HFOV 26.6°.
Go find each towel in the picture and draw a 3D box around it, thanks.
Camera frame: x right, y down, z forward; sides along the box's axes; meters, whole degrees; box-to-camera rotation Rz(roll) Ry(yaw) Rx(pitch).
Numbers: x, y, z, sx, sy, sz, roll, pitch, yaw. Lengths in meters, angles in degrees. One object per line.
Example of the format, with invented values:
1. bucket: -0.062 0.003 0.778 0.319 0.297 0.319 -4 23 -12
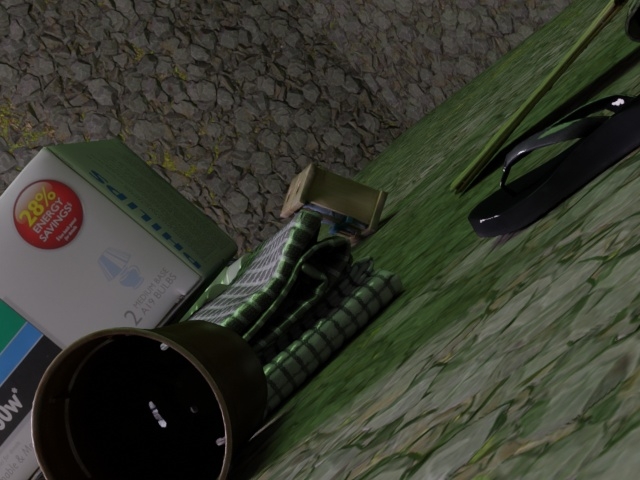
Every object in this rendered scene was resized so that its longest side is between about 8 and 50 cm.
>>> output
1. towel: -0.075 0.095 1.356 0.235 0.121 0.284 -42 4 -19

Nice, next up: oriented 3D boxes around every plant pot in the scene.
1. plant pot: -0.125 0.141 1.117 0.167 0.167 0.165 -40 -5 16

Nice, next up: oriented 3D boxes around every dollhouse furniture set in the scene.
1. dollhouse furniture set: 0.000 0.000 2.071 0.129 0.129 0.183 148 141 -73

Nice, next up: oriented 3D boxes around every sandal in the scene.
1. sandal: 0.211 -0.086 1.069 0.254 0.054 0.097 -38 4 37

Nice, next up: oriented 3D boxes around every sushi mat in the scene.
1. sushi mat: 0.267 -0.185 1.585 0.316 0.019 0.151 -51 -3 36

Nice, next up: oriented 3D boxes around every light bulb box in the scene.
1. light bulb box: -0.304 0.083 1.592 0.358 0.225 0.361 -50 2 6

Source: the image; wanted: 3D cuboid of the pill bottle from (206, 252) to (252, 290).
1. pill bottle: -0.156 0.115 1.976 0.221 0.124 0.124 -40 3 29

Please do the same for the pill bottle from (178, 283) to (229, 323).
1. pill bottle: -0.186 0.153 1.834 0.216 0.121 0.121 -39 4 30

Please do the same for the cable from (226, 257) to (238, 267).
1. cable: -0.166 0.100 2.109 0.184 0.150 0.047 -47 -26 8

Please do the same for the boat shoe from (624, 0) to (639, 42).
1. boat shoe: 0.405 -0.285 1.411 0.219 0.078 0.070 -48 -3 37

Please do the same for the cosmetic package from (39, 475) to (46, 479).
1. cosmetic package: -0.453 0.269 1.751 0.129 0.153 0.296 -37 -9 7
